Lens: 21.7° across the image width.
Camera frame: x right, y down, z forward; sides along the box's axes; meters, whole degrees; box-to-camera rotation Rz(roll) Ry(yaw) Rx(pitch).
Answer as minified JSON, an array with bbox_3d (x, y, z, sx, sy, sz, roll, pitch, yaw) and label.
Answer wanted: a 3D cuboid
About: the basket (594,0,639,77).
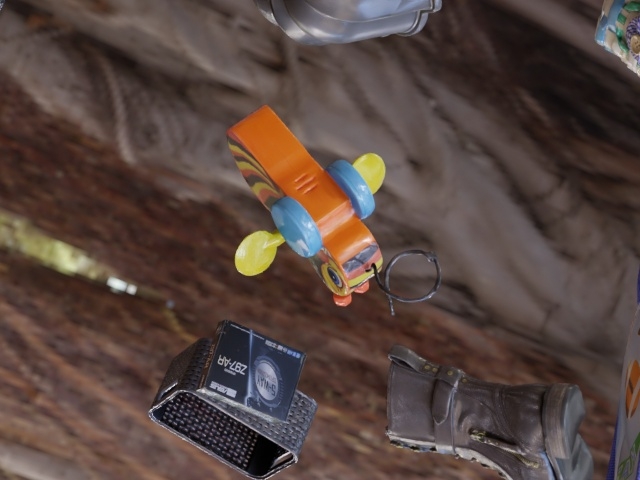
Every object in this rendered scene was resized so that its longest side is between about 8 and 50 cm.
[{"bbox_3d":[0.441,-0.236,1.736,0.201,0.289,0.255,-38,145,-41],"label":"basket"}]

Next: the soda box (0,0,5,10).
[{"bbox_3d":[-0.327,-0.138,1.379,0.169,0.060,0.053,-63,165,16],"label":"soda box"}]

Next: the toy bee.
[{"bbox_3d":[0.000,0.000,1.821,0.162,0.195,0.298,87,-16,-57],"label":"toy bee"}]

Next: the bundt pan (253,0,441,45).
[{"bbox_3d":[-0.016,-0.335,1.617,0.331,0.124,0.331,47,-29,38],"label":"bundt pan"}]

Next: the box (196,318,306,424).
[{"bbox_3d":[-0.060,0.115,1.458,0.018,0.083,0.067,-25,-137,61],"label":"box"}]

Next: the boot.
[{"bbox_3d":[0.186,0.234,1.897,0.091,0.229,0.263,-55,144,-48],"label":"boot"}]

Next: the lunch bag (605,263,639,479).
[{"bbox_3d":[0.377,0.086,1.151,0.239,0.328,0.385,91,11,-66],"label":"lunch bag"}]

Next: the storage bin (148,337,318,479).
[{"bbox_3d":[-0.110,0.213,2.107,0.122,0.180,0.084,-37,-154,52],"label":"storage bin"}]
